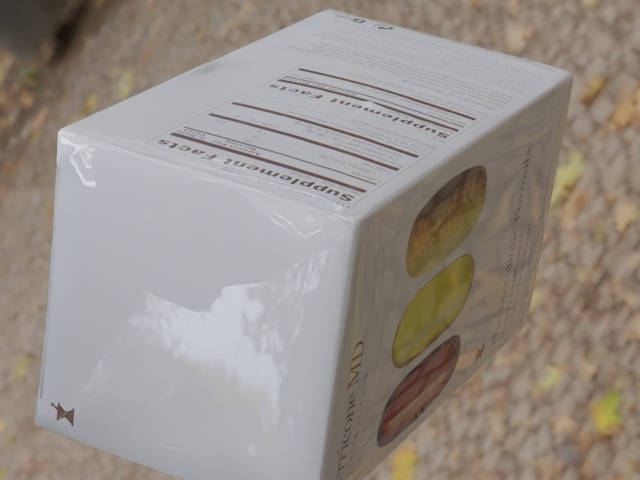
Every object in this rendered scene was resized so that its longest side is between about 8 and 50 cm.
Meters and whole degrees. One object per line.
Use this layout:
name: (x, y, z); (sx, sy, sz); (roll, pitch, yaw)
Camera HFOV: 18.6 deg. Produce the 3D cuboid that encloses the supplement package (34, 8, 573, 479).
supplement package: (0.000, 0.000, 0.854); (0.244, 0.134, 0.139); (-35, -43, -58)
